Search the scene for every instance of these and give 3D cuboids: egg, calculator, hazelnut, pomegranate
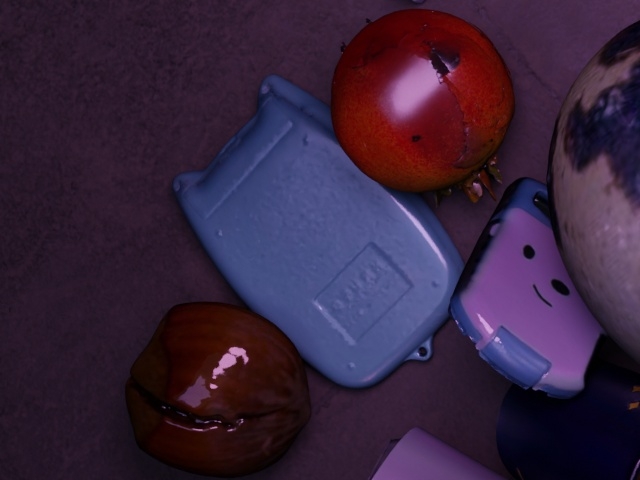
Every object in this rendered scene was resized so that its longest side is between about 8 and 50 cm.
[{"bbox_3d":[0.396,-0.033,1.353,0.345,0.345,0.428,-17,57,21],"label":"egg"},{"bbox_3d":[0.240,0.046,1.487,0.173,0.293,0.051,35,134,-2],"label":"calculator"},{"bbox_3d":[-0.120,0.182,1.663,0.181,0.181,0.212,29,113,44],"label":"hazelnut"},{"bbox_3d":[0.000,0.000,1.682,0.386,0.054,0.256,47,106,9],"label":"calculator"},{"bbox_3d":[0.117,-0.144,1.554,0.210,0.210,0.235,-22,112,20],"label":"pomegranate"}]

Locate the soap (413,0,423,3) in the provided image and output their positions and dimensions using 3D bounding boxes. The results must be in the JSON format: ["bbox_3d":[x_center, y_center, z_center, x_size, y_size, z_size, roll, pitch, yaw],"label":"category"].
[{"bbox_3d":[0.170,-0.396,1.535,0.289,0.173,0.095,-38,78,19],"label":"soap"}]

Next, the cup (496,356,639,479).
[{"bbox_3d":[0.336,0.250,1.468,0.178,0.256,0.255,-43,114,-11],"label":"cup"}]

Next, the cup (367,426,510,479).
[{"bbox_3d":[0.184,0.390,1.520,0.372,0.253,0.253,28,101,17],"label":"cup"}]
